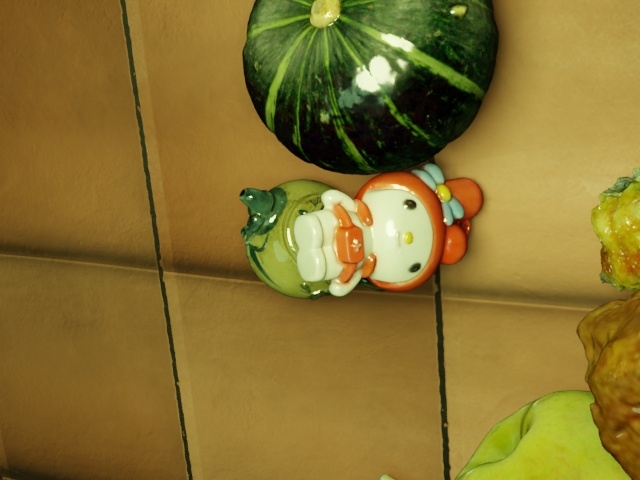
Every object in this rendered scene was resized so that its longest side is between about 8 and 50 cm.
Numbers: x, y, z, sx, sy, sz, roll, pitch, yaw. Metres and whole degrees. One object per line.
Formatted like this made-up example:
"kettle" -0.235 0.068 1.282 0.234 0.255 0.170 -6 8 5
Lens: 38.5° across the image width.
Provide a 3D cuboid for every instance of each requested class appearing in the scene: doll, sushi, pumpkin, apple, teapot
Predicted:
"doll" 0.100 -0.013 1.187 0.130 0.290 0.161 2 101 57
"sushi" 0.428 -0.028 1.067 0.274 0.184 0.139 -15 96 38
"pumpkin" 0.060 -0.239 1.129 0.323 0.241 0.323 -1 87 28
"apple" 0.317 0.364 1.168 0.338 0.338 0.305 -28 95 32
"teapot" 0.000 0.000 1.294 0.269 0.173 0.182 30 163 -14

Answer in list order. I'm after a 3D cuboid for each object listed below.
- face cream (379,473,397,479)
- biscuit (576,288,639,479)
"face cream" 0.197 0.488 1.431 0.285 0.067 0.139 27 117 16
"biscuit" 0.480 0.198 0.929 0.395 0.166 0.343 50 143 -2
